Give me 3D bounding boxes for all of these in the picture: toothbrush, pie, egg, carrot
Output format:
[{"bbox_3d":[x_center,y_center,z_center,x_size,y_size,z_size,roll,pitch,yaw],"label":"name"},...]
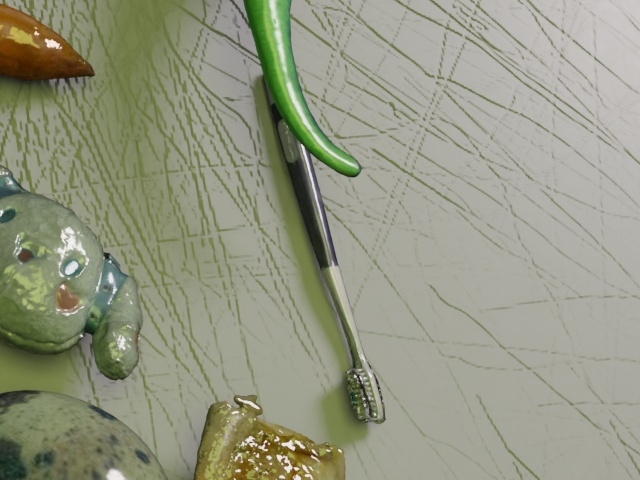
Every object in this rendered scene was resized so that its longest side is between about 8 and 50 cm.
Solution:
[{"bbox_3d":[0.000,0.000,1.273,0.024,0.026,0.288,-21,77,24],"label":"toothbrush"},{"bbox_3d":[-0.057,0.250,1.168,0.128,0.068,0.282,21,72,-24],"label":"pie"},{"bbox_3d":[-0.178,0.174,1.123,0.141,0.141,0.181,-41,65,-20],"label":"egg"},{"bbox_3d":[-0.261,-0.153,1.230,0.205,0.072,0.072,18,72,-11],"label":"carrot"}]

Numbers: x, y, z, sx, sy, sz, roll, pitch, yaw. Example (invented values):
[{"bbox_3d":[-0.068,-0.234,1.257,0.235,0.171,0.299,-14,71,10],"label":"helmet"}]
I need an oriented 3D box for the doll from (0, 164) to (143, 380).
[{"bbox_3d":[-0.208,0.019,1.195,0.214,0.071,0.103,37,58,7],"label":"doll"}]

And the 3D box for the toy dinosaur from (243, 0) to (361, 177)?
[{"bbox_3d":[0.031,-0.316,1.335,0.374,0.144,0.500,-23,85,-30],"label":"toy dinosaur"}]
